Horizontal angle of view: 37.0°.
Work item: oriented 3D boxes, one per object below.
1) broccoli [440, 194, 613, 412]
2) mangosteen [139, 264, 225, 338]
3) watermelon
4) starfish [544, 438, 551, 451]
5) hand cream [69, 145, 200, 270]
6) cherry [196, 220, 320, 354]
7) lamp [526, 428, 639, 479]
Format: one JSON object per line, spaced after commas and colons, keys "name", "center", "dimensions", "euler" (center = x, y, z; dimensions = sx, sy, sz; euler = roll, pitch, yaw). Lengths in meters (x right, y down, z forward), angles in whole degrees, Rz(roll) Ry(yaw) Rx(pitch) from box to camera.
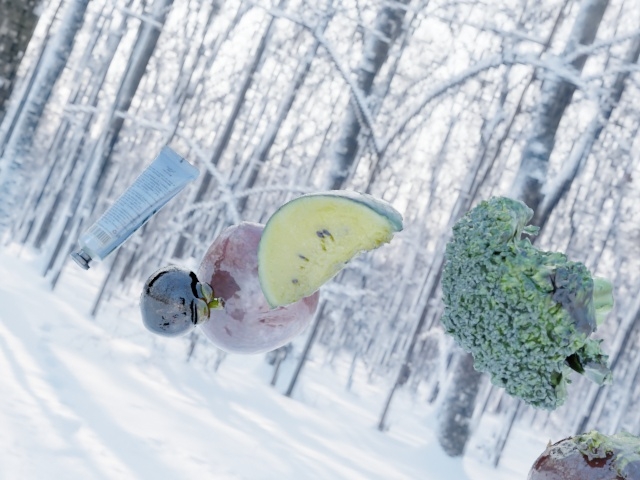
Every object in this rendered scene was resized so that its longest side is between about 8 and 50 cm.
{"name": "broccoli", "center": [0.359, 0.115, 1.655], "dimensions": [0.318, 0.277, 0.338], "euler": [21, 25, -7]}
{"name": "mangosteen", "center": [-0.244, 0.109, 1.698], "dimensions": [0.152, 0.137, 0.137], "euler": [3, -5, -1]}
{"name": "watermelon", "center": [0.000, 0.000, 1.415], "dimensions": [0.123, 0.129, 0.301], "euler": [5, -30, -39]}
{"name": "starfish", "center": [0.301, 0.308, 1.257], "dimensions": [0.016, 0.086, 0.092], "euler": [7, -29, -35]}
{"name": "hand cream", "center": [-0.338, -0.054, 1.722], "dimensions": [0.091, 0.271, 0.058], "euler": [37, -18, 18]}
{"name": "cherry", "center": [-0.124, 0.090, 1.864], "dimensions": [0.221, 0.261, 0.307], "euler": [45, -28, 39]}
{"name": "lamp", "center": [0.279, 0.254, 0.918], "dimensions": [0.156, 0.135, 0.157], "euler": [54, -29, 10]}
